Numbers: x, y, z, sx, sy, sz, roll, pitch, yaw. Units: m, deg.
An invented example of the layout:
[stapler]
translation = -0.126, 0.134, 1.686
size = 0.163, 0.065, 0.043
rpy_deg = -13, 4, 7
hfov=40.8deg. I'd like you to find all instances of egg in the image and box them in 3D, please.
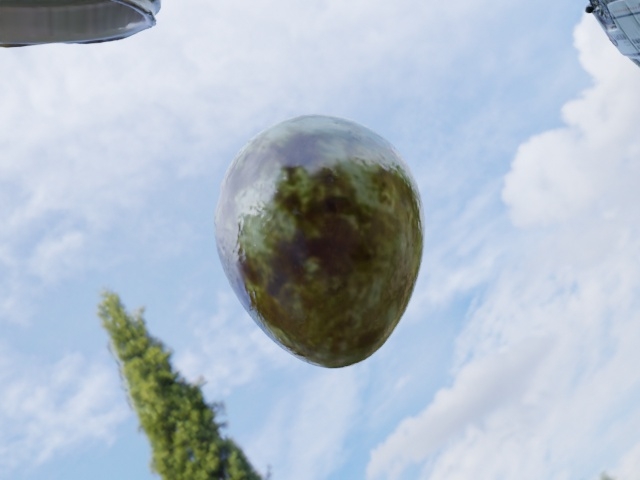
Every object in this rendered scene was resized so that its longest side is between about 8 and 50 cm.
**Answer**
[egg]
translation = 0.000, 0.000, 0.970
size = 0.238, 0.290, 0.238
rpy_deg = -3, -15, -1

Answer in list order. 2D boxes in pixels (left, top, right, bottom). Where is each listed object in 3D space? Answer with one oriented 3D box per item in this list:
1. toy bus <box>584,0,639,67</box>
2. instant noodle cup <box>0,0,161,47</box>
[toy bus]
translation = 0.237, -0.148, 0.533
size = 0.087, 0.089, 0.194
rpy_deg = -36, 9, 4
[instant noodle cup]
translation = -0.238, -0.278, 0.589
size = 0.325, 0.325, 0.254
rpy_deg = -5, -84, -43
